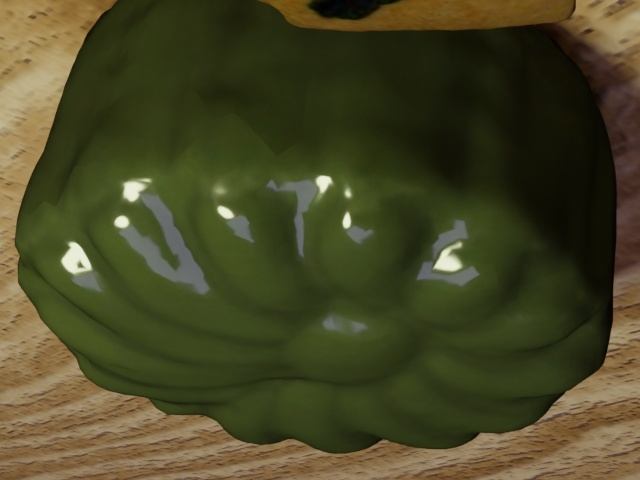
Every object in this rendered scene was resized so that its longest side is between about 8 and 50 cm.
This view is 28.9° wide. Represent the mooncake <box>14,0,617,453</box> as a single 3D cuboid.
[{"bbox_3d":[0.000,0.000,0.760,0.357,0.194,0.356,8,154,4],"label":"mooncake"}]

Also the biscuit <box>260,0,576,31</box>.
[{"bbox_3d":[-0.023,-0.147,0.414,0.302,0.043,0.278,23,150,-22],"label":"biscuit"}]
